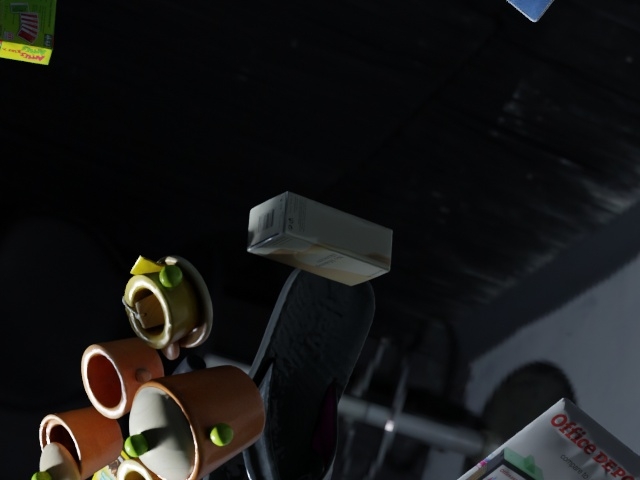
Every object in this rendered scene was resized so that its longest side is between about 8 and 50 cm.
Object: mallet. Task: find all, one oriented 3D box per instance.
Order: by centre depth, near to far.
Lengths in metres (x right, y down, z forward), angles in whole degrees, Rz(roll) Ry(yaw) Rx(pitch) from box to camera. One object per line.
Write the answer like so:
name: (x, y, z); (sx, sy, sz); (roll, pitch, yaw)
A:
mallet: (-0.147, 0.235, 2.156); (0.062, 0.189, 0.039); (-44, 35, 26)

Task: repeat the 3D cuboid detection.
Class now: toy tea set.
toy tea set: (-0.184, 0.174, 1.279); (0.200, 0.124, 0.336); (55, 136, 19)

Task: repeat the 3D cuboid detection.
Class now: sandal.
sandal: (-0.040, 0.238, 1.844); (0.107, 0.167, 0.446); (2, 75, 70)

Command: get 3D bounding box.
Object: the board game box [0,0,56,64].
board game box: (-0.407, -0.334, 1.903); (0.043, 0.092, 0.181); (130, 144, -59)

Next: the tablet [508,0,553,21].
tablet: (0.198, -0.244, 1.253); (0.083, 0.054, 0.006); (-53, -7, 28)

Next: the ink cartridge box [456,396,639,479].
ink cartridge box: (0.214, 0.315, 1.397); (0.278, 0.117, 0.201); (-36, 32, -8)

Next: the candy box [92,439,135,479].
candy box: (-0.281, 0.384, 2.068); (0.206, 0.027, 0.105); (35, 107, 52)

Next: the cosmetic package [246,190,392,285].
cosmetic package: (0.000, 0.000, 1.199); (0.060, 0.115, 0.041); (-25, 53, 50)
